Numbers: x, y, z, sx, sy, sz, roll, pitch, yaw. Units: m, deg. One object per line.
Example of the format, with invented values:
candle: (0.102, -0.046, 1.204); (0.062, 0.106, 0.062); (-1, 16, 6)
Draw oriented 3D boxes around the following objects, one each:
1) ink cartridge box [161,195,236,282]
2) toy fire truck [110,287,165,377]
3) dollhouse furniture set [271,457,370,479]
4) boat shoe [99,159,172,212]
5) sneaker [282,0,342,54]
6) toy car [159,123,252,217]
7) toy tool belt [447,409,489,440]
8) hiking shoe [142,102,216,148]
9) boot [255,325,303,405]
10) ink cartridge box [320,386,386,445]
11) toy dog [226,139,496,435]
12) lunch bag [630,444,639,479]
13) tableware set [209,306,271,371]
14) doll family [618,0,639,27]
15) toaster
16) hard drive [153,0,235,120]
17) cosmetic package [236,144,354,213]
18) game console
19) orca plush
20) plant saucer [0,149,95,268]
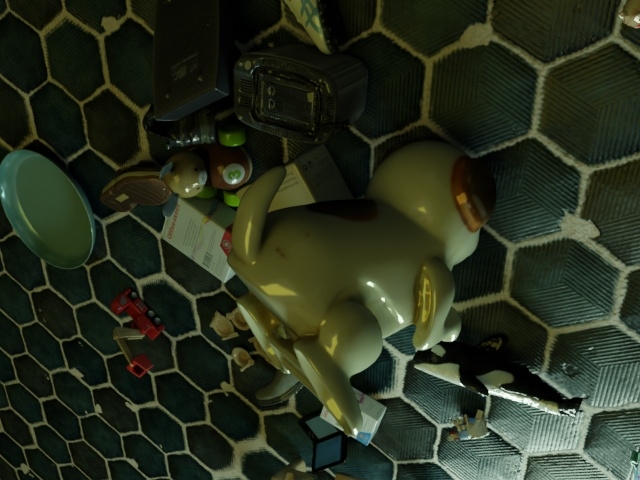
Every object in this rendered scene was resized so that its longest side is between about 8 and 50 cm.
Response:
ink cartridge box: (-0.231, -0.018, 1.384); (0.175, 0.072, 0.127); (35, 129, 11)
toy fire truck: (-0.454, 0.221, 1.616); (0.192, 0.135, 0.047); (47, 130, 0)
dollhouse furniture set: (0.092, 0.729, 1.554); (0.361, 0.256, 0.395); (8, 98, 28)
boat shoe: (-0.374, -0.130, 1.383); (0.257, 0.095, 0.095); (-6, 145, 45)
sneaker: (-0.040, -0.396, 1.044); (0.086, 0.085, 0.237); (-25, 95, 27)
toy car: (-0.233, -0.124, 1.251); (0.148, 0.188, 0.155); (15, 123, 25)
toy tool belt: (0.284, 0.359, 1.296); (0.083, 0.052, 0.051); (-19, 73, 34)
hiking shoe: (-0.278, -0.245, 1.220); (0.227, 0.114, 0.086); (48, 145, 42)
boot: (-0.076, 0.251, 1.445); (0.246, 0.083, 0.161); (-31, 91, 33)
ink cartridge box: (0.068, 0.367, 1.426); (0.122, 0.052, 0.089); (28, 127, 18)
toy dog: (0.074, 0.007, 1.014); (0.284, 0.407, 0.396); (17, 138, 61)
lunch bag: (0.619, 0.421, 1.076); (0.224, 0.108, 0.279); (11, 119, 33)
tableware set: (-0.177, 0.221, 1.519); (0.141, 0.020, 0.169); (-35, 95, 40)
doll family: (0.383, -0.343, 0.751); (0.118, 0.263, 0.163); (-4, 145, -1)
toaster: (-0.020, -0.243, 1.079); (0.226, 0.146, 0.129); (18, 125, 23)
hard drive: (-0.215, -0.338, 1.131); (0.171, 0.054, 0.255); (-16, 70, 37)
cosmetic package: (0.000, 0.000, 1.226); (0.160, 0.113, 0.310); (-23, 101, 38)
game console: (0.002, 0.448, 1.500); (0.122, 0.071, 0.107); (-35, 95, 39)
orca plush: (0.312, 0.217, 1.161); (0.287, 0.151, 0.102); (18, 92, 26)
plant saucer: (-0.667, -0.079, 1.643); (0.317, 0.043, 0.318); (15, 123, 24)
